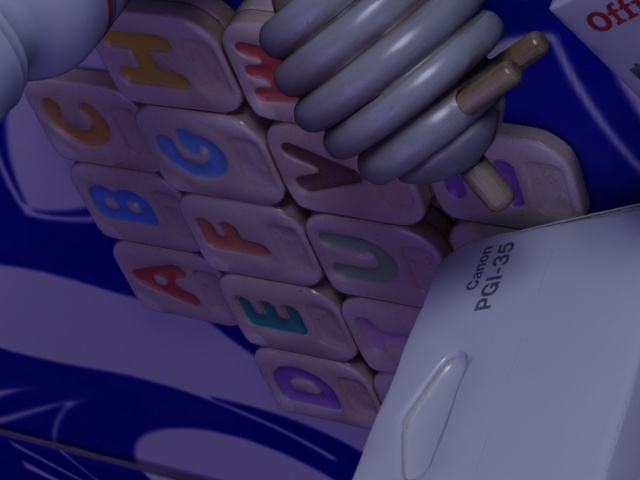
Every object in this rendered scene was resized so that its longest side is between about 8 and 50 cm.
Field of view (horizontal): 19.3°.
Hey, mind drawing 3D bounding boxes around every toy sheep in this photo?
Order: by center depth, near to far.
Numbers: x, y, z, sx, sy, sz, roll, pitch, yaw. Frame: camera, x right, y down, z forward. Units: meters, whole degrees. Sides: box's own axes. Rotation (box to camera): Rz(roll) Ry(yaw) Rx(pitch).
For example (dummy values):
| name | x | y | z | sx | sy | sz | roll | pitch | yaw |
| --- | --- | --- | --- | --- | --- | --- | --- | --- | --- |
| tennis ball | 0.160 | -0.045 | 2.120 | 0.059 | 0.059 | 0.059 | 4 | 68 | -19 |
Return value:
| name | x | y | z | sx | sy | sz | roll | pitch | yaw |
| --- | --- | --- | --- | --- | --- | --- | --- | --- | --- |
| toy sheep | 0.028 | -0.065 | 0.675 | 0.132 | 0.091 | 0.091 | 54 | 146 | -2 |

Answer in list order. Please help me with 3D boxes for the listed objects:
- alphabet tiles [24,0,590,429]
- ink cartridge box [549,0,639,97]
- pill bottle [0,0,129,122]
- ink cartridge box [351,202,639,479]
| name | x | y | z | sx | sy | sz | roll | pitch | yaw |
| --- | --- | --- | --- | --- | --- | --- | --- | --- | --- |
| alphabet tiles | 0.000 | 0.000 | 0.849 | 0.278 | 0.021 | 0.284 | 11 | 144 | 30 |
| ink cartridge box | 0.155 | -0.063 | 0.594 | 0.135 | 0.056 | 0.099 | 41 | 148 | -17 |
| pill bottle | -0.096 | -0.112 | 0.639 | 0.087 | 0.160 | 0.087 | 22 | 147 | 15 |
| ink cartridge box | 0.143 | 0.154 | 0.752 | 0.117 | 0.207 | 0.283 | -14 | 129 | 40 |
